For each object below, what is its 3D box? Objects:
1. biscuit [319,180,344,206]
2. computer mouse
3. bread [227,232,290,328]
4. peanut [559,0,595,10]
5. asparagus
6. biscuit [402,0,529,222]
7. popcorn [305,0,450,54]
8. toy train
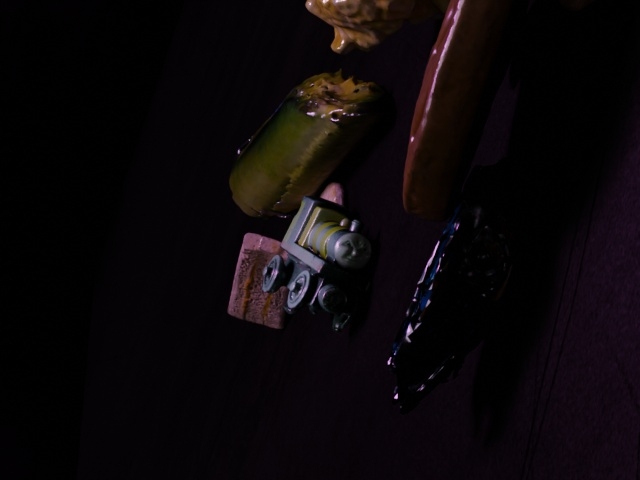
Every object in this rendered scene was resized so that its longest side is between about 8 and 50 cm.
[{"bbox_3d":[0.000,0.000,2.436,0.152,0.020,0.152,-166,90,-77],"label":"biscuit"},{"bbox_3d":[0.123,0.042,1.711,0.146,0.077,0.241,-32,-33,-78],"label":"computer mouse"},{"bbox_3d":[-0.072,0.052,2.504,0.152,0.077,0.105,66,-140,-86],"label":"bread"},{"bbox_3d":[0.228,-0.271,1.616,0.080,0.080,0.174,-115,39,-70],"label":"peanut"},{"bbox_3d":[-0.010,-0.132,2.435,0.382,0.108,0.128,134,149,-63],"label":"asparagus"},{"bbox_3d":[0.143,-0.195,1.731,0.314,0.063,0.367,-11,-60,-85],"label":"biscuit"},{"bbox_3d":[0.075,-0.296,2.104,0.185,0.187,0.167,-3,110,68],"label":"popcorn"},{"bbox_3d":[0.003,0.024,2.266,0.132,0.083,0.200,-66,20,2],"label":"toy train"}]
